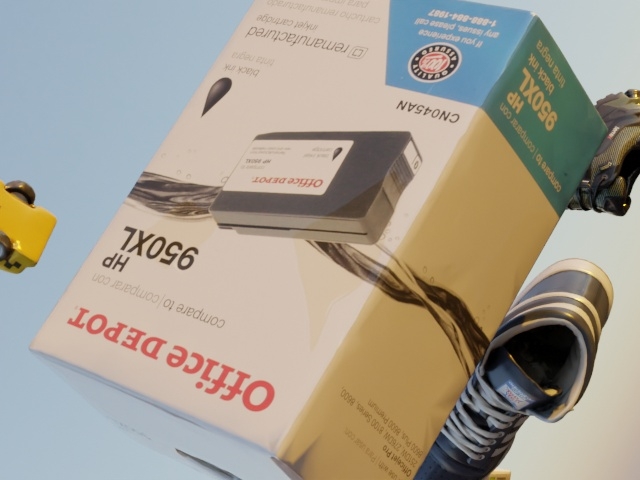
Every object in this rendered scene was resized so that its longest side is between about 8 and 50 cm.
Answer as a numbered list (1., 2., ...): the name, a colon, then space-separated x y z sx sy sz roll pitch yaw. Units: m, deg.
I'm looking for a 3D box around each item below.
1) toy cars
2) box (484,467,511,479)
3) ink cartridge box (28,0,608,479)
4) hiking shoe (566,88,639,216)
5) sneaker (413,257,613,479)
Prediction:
1. toy cars: -0.439 -0.032 1.512 0.393 0.176 0.087 3 -40 -46
2. box: 0.114 0.311 1.913 0.103 0.203 0.114 8 -89 -45
3. ink cartridge box: 0.000 0.000 1.261 0.395 0.285 0.166 -59 -42 -16
4. hiking shoe: 0.274 -0.066 1.689 0.227 0.114 0.086 -33 -38 8
5. sneaker: 0.153 0.146 1.412 0.282 0.099 0.153 -54 -1 21
